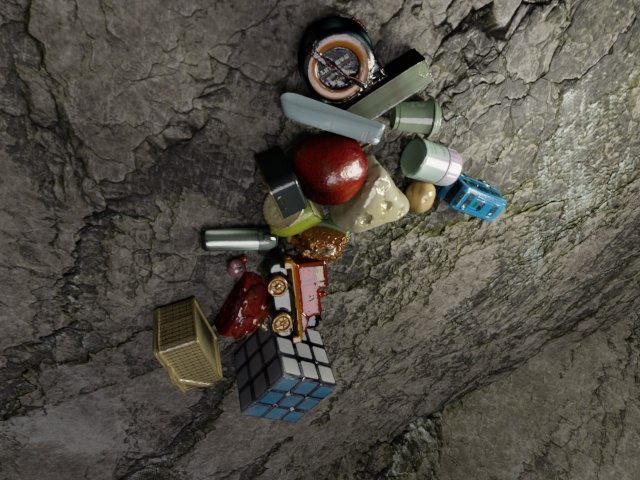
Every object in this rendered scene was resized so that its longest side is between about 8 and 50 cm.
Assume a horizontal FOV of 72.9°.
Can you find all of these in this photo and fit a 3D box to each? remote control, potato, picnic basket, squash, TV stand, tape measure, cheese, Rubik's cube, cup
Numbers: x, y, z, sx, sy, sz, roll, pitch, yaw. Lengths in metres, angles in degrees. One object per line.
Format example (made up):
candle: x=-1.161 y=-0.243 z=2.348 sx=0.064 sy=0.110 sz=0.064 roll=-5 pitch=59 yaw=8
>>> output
remote control: x=0.028 y=-0.330 z=1.198 sx=0.293 sy=0.051 sz=0.103 roll=17 pitch=168 yaw=1
potato: x=0.353 y=-0.157 z=1.534 sx=0.112 sy=0.112 sz=0.147 roll=-11 pitch=154 yaw=-10
picnic basket: x=-0.509 y=0.408 z=1.654 sx=0.175 sy=0.228 sz=0.313 roll=-18 pitch=133 yaw=-6
squash: x=-0.088 y=-0.075 z=1.445 sx=0.187 sy=0.123 sz=0.123 roll=-31 pitch=133 yaw=12
TV stand: x=0.178 y=-0.428 z=1.240 sx=0.269 sy=0.088 sz=0.083 roll=-31 pitch=132 yaw=10
tape measure: x=0.046 y=-0.467 z=1.134 sx=0.202 sy=0.135 sz=0.223 roll=-29 pitch=132 yaw=21
cheese: x=0.161 y=-0.122 z=1.459 sx=0.248 sy=0.173 sz=0.251 roll=-42 pitch=136 yaw=17
Rubik's cube: x=-0.162 y=0.560 z=1.866 sx=0.301 sy=0.303 sz=0.305 roll=24 pitch=117 yaw=-35
cup: x=0.286 y=-0.376 z=1.320 sx=0.141 sy=0.120 sz=0.120 roll=1 pitch=131 yaw=-2

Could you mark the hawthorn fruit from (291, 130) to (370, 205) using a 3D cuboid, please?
hawthorn fruit: x=0.056 y=-0.226 z=1.302 sx=0.266 sy=0.210 sz=0.230 roll=-26 pitch=142 yaw=-2

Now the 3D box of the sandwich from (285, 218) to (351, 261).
sandwich: x=-0.006 y=-0.010 z=1.517 sx=0.235 sy=0.159 sz=0.079 roll=9 pitch=135 yaw=-2

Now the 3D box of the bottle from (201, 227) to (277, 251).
bottle: x=-0.271 y=-0.005 z=1.463 sx=0.254 sy=0.079 sz=0.096 roll=0 pitch=175 yaw=-19

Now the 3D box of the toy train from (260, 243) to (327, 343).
toy train: x=-0.089 y=0.181 z=1.578 sx=0.232 sy=0.163 sz=0.369 roll=-9 pitch=108 yaw=-12

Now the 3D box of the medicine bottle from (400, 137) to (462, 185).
medicine bottle: x=0.366 y=-0.256 z=1.432 sx=0.168 sy=0.135 sz=0.135 roll=10 pitch=126 yaw=-26

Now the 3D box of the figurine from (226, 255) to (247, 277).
figurine: x=-0.303 y=0.101 z=1.562 sx=0.067 sy=0.071 sz=0.083 roll=13 pitch=130 yaw=25

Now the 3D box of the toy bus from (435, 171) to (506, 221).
toy bus: x=0.551 y=-0.160 z=1.584 sx=0.246 sy=0.134 sz=0.113 roll=14 pitch=124 yaw=-31

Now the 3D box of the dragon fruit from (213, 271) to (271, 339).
dragon fruit: x=-0.264 y=0.293 z=1.693 sx=0.205 sy=0.152 sz=0.317 roll=14 pitch=124 yaw=-31

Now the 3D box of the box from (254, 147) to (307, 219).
box: x=-0.117 y=-0.173 z=1.292 sx=0.090 sy=0.201 sz=0.144 roll=-24 pitch=133 yaw=-3

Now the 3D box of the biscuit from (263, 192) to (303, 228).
biscuit: x=-0.119 y=-0.109 z=1.389 sx=0.152 sy=0.152 sz=0.020 roll=-35 pitch=159 yaw=13
